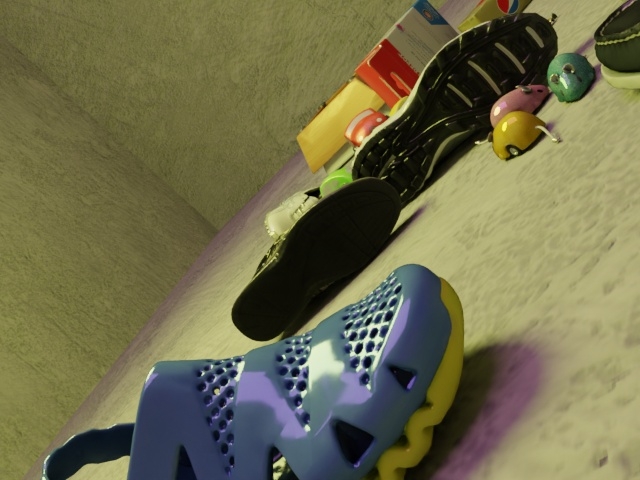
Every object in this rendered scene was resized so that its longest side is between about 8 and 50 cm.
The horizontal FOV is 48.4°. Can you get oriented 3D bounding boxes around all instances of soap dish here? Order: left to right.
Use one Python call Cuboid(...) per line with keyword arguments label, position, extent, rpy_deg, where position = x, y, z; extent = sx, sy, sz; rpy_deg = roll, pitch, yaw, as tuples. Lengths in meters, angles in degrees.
Cuboid(label="soap dish", position=(0.071, -0.287, 1.583), extent=(0.229, 0.118, 0.291), rpy_deg=(-42, 9, 27))

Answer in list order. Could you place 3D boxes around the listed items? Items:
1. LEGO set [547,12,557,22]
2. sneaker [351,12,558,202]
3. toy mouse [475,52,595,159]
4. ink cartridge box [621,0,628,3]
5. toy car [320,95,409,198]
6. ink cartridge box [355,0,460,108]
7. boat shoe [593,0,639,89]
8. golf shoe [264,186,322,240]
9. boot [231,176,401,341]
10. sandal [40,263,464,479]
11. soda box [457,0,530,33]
Cuboid(label="LEGO set", position=(0.271, -0.275, 0.936), extent=(0.083, 0.023, 0.054), rpy_deg=(-38, 13, 45))
Cuboid(label="sneaker", position=(0.142, -0.151, 0.790), extent=(0.271, 0.100, 0.108), rpy_deg=(-41, 6, 35))
Cuboid(label="toy mouse", position=(0.198, -0.134, 0.655), extent=(0.143, 0.031, 0.161), rpy_deg=(-50, 10, -15))
Cuboid(label="ink cartridge box", position=(0.361, -0.391, 0.615), extent=(0.307, 0.129, 0.223), rpy_deg=(-36, 23, 54))
Cuboid(label="toy car", position=(0.058, -0.112, 0.996), extent=(0.225, 0.053, 0.239), rpy_deg=(-51, -12, 33))
Cuboid(label="ink cartridge box", position=(0.152, -0.293, 1.201), extent=(0.078, 0.134, 0.231), rpy_deg=(-34, 16, 51))
Cuboid(label="boat shoe", position=(0.251, -0.183, 0.379), extent=(0.127, 0.113, 0.340), rpy_deg=(-49, 10, -11))
Cuboid(label="golf shoe", position=(-0.044, -0.052, 1.300), extent=(0.086, 0.069, 0.176), rpy_deg=(-35, 15, 28))
Cuboid(label="boot", position=(-0.002, -0.001, 0.840), extent=(0.236, 0.085, 0.178), rpy_deg=(-45, 7, 17))
Cuboid(label="sandal", position=(-0.053, 0.120, 0.420), extent=(0.317, 0.138, 0.126), rpy_deg=(-43, 8, 13))
Cuboid(label="soda box", position=(0.311, -0.402, 1.181), extent=(0.181, 0.058, 0.061), rpy_deg=(-50, 10, -13))
